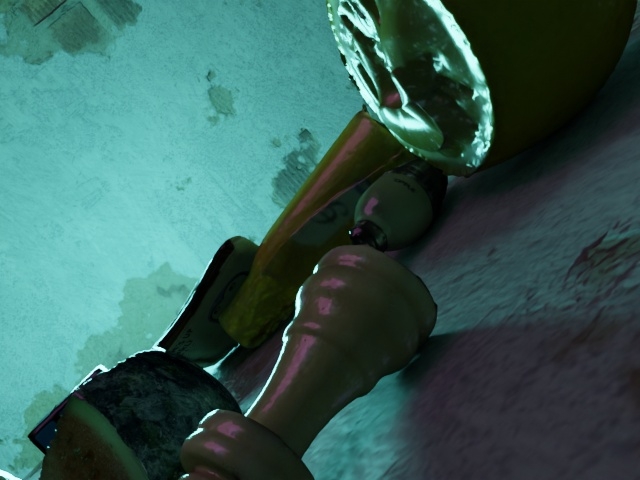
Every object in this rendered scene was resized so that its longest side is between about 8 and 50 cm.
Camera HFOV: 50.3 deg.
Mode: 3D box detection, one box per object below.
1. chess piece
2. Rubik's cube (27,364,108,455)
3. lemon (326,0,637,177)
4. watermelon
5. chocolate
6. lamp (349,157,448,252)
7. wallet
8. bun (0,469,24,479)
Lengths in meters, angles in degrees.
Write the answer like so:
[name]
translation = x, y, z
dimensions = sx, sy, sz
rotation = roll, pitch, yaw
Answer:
[chess piece]
translation = -0.052, 0.169, 0.481
dimensions = 0.397, 0.117, 0.117
rotation = -51, 10, -35
[Rubik's cube]
translation = -0.398, 0.335, 1.218
dimensions = 0.160, 0.162, 0.163
rotation = -45, 6, -18
[lemon]
translation = 0.206, -0.281, 0.812
dimensions = 0.364, 0.364, 0.364
rotation = -42, 7, 6
[watermelon]
translation = -0.226, 0.224, 0.829
dimensions = 0.226, 0.148, 0.318
rotation = -36, 0, -7
[chocolate]
translation = 0.000, 0.000, 1.129
dimensions = 0.445, 0.162, 0.162
rotation = -51, 5, 9
[lamp]
translation = 0.110, -0.050, 0.915
dimensions = 0.101, 0.101, 0.250
rotation = -36, 6, 45
[wallet]
translation = -0.190, 0.139, 1.225
dimensions = 0.335, 0.068, 0.275
rotation = -56, -16, 10
[bun]
translation = -0.304, 0.334, 0.564
dimensions = 0.287, 0.146, 0.288
rotation = -15, 59, 27
